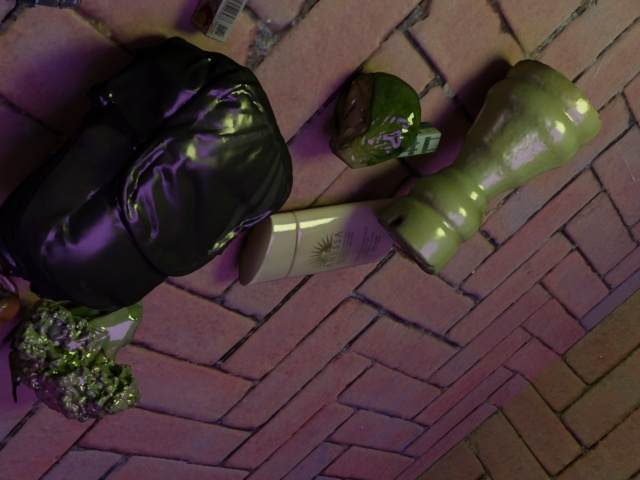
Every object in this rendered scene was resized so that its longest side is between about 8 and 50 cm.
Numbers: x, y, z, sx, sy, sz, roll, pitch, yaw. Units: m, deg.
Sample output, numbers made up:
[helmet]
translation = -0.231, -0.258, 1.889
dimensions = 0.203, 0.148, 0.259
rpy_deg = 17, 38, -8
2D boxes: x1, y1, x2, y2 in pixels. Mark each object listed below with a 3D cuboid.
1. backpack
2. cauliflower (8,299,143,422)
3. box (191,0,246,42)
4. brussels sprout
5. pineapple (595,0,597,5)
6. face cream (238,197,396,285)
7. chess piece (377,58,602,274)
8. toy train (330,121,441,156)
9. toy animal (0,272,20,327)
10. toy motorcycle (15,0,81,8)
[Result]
[backpack]
translation = -0.270, -0.074, 1.015
dimensions = 0.445, 0.255, 0.363
rpy_deg = -41, 145, -15
[cauliflower]
translation = -0.421, 0.189, 1.241
dimensions = 0.315, 0.239, 0.256
rpy_deg = -45, 118, -15
[box]
translation = -0.115, -0.385, 0.961
dimensions = 0.041, 0.050, 0.207
rpy_deg = 7, 125, -46
[brussels sprout]
translation = 0.106, -0.211, 1.229
dimensions = 0.145, 0.131, 0.183
rpy_deg = 13, 111, -26
[pineapple]
translation = 0.602, -0.504, 1.188
dimensions = 0.262, 0.272, 0.262
rpy_deg = -20, 139, -19
[face cream]
translation = 0.000, 0.000, 1.421
dimensions = 0.348, 0.081, 0.174
rpy_deg = -9, 133, -30
[chess piece]
translation = 0.324, -0.138, 1.362
dimensions = 0.442, 0.234, 0.234
rpy_deg = -44, 142, 0
[toy train]
translation = 0.130, -0.194, 1.341
dimensions = 0.233, 0.051, 0.052
rpy_deg = -11, 132, -28
[toy animal]
translation = -0.593, 0.151, 1.146
dimensions = 0.312, 0.097, 0.157
rpy_deg = -53, 151, 17
[toy motorcycle]
translation = -0.292, -0.395, 0.776
dimensions = 0.182, 0.124, 0.272
rpy_deg = 13, 122, -18
